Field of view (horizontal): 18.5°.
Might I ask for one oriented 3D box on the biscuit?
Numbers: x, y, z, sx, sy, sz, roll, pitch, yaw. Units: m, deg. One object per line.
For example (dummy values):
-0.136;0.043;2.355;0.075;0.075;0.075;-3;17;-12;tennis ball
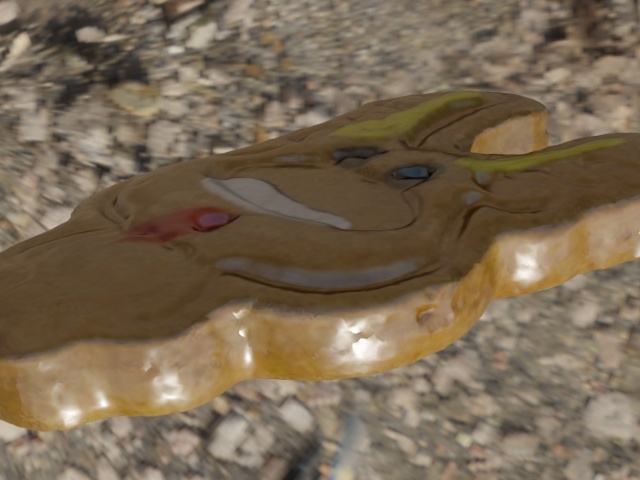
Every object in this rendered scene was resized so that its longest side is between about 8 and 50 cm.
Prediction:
0.000;-0.003;0.731;0.295;0.186;0.044;-22;115;-35;biscuit
